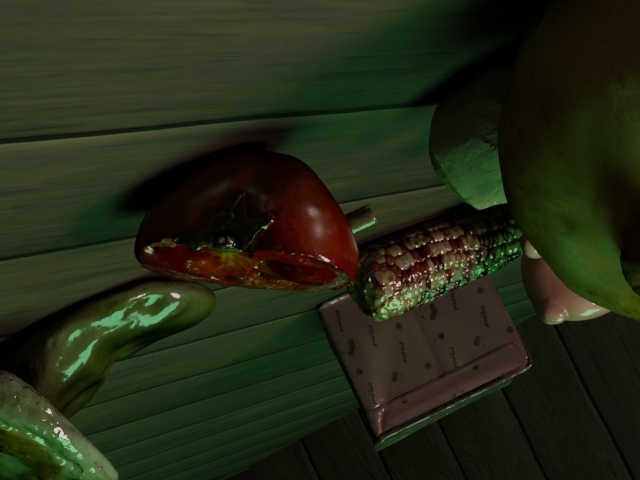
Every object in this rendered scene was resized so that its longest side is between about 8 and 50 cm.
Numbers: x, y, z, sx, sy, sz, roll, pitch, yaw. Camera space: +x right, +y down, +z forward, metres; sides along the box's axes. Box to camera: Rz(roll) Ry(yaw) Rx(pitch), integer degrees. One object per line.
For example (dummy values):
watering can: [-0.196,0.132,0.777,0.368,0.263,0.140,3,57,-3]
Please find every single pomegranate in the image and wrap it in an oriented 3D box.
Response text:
pomegranate: [0.264,-0.081,1.117,0.307,0.307,0.307,-25,171,-4]

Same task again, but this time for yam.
yam: [0.000,0.000,1.601,0.116,0.021,0.021,-25,171,3]

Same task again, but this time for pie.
pie: [-0.282,0.176,1.438,0.240,0.054,0.240,6,151,4]

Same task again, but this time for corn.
corn: [0.137,0.015,1.851,0.253,0.086,0.086,-22,170,-32]

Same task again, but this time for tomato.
tomato: [-0.050,-0.018,1.183,0.159,0.091,0.139,0,166,13]

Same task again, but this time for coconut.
coconut: [0.148,-0.083,1.277,0.124,0.110,0.110,-25,173,42]

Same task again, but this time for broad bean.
broad bean: [-0.193,0.088,1.485,0.207,0.072,0.153,-36,171,1]

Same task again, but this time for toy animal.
toy animal: [0.280,-0.023,1.771,0.171,0.171,0.197,-18,129,-36]

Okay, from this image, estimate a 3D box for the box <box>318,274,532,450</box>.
box: [0.134,0.141,2.218,0.225,0.190,0.297,-25,172,-3]
